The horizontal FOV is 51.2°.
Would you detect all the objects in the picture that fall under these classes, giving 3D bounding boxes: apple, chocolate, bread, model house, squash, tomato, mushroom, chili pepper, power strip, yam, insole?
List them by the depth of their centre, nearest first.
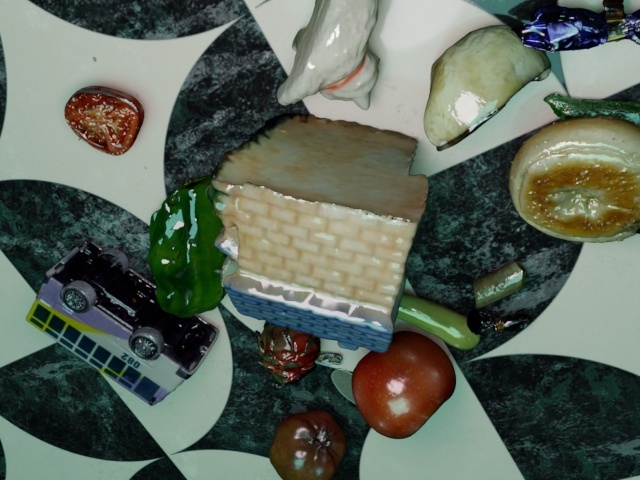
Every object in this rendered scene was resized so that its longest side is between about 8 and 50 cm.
[{"bbox_3d":[0.522,-0.391,1.219,0.344,0.148,0.126,-3,147,7],"label":"chocolate"},{"bbox_3d":[0.293,-0.308,1.293,0.267,0.189,0.164,-35,90,29],"label":"mushroom"},{"bbox_3d":[0.534,-0.125,1.327,0.306,0.158,0.305,14,138,13],"label":"bread"},{"bbox_3d":[0.560,-0.258,1.333,0.227,0.059,0.088,17,116,9],"label":"chili pepper"},{"bbox_3d":[0.000,0.000,1.380,0.396,0.445,0.399,10,120,7],"label":"model house"},{"bbox_3d":[-0.494,-0.296,1.552,0.174,0.082,0.166,29,125,-8],"label":"tomato"},{"bbox_3d":[0.414,0.103,1.553,0.147,0.069,0.069,-31,107,25],"label":"yam"},{"bbox_3d":[0.425,0.199,1.587,0.147,0.070,0.072,10,167,-15],"label":"chocolate"},{"bbox_3d":[0.272,0.193,1.628,0.250,0.083,0.083,23,121,3],"label":"squash"},{"bbox_3d":[0.200,0.347,1.629,0.216,0.260,0.260,48,121,14],"label":"apple"},{"bbox_3d":[-0.326,0.022,1.633,0.213,0.167,0.384,7,118,8],"label":"chili pepper"},{"bbox_3d":[-0.155,0.081,1.642,0.227,0.029,0.079,6,121,-26],"label":"power strip"},{"bbox_3d":[0.117,0.433,1.838,0.232,0.003,0.080,42,119,-10],"label":"insole"}]

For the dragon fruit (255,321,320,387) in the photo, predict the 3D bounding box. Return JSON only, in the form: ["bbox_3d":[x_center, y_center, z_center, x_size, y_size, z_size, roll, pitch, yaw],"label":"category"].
[{"bbox_3d":[-0.081,0.266,1.705,0.182,0.182,0.188,-11,133,19],"label":"dragon fruit"}]

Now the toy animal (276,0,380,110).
[{"bbox_3d":[0.059,-0.419,1.319,0.188,0.266,0.307,17,78,-11],"label":"toy animal"}]

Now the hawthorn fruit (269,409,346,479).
[{"bbox_3d":[-0.045,0.586,1.864,0.208,0.208,0.248,32,145,-4],"label":"hawthorn fruit"}]

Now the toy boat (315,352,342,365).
[{"bbox_3d":[0.019,0.320,1.783,0.083,0.038,0.038,-4,116,15],"label":"toy boat"}]

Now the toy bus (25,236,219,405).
[{"bbox_3d":[-0.520,0.228,1.766,0.440,0.209,0.249,36,121,-6],"label":"toy bus"}]
